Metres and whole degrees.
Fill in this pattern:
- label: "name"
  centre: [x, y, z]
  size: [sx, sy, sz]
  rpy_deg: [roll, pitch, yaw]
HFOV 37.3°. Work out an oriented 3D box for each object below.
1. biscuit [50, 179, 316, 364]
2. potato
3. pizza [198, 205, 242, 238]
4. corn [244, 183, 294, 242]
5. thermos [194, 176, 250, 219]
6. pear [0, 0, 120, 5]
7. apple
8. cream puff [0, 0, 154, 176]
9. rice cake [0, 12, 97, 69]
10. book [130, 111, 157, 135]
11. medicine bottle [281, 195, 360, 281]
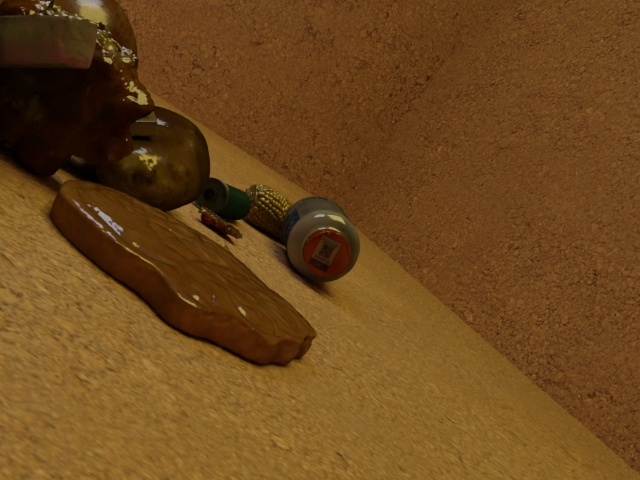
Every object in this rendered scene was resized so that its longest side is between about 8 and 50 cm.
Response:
- label: "biscuit"
  centre: [-0.175, 0.035, 1.282]
  size: [0.365, 0.062, 0.385]
  rpy_deg: [39, 7, 23]
- label: "potato"
  centre: [-0.286, -0.137, 1.591]
  size: [0.195, 0.176, 0.369]
  rpy_deg: [57, 4, -17]
- label: "pizza"
  centre: [-0.201, -0.032, 1.854]
  size: [0.100, 0.029, 0.099]
  rpy_deg: [37, -2, -11]
- label: "corn"
  centre: [-0.072, -0.035, 2.268]
  size: [0.293, 0.106, 0.106]
  rpy_deg: [35, 5, -34]
- label: "thermos"
  centre: [-0.204, -0.081, 2.025]
  size: [0.073, 0.083, 0.188]
  rpy_deg: [60, 11, 14]
- label: "pear"
  centre: [-0.546, -0.452, 1.899]
  size: [0.309, 0.309, 0.309]
  rpy_deg: [35, 6, -4]
- label: "apple"
  centre: [-0.454, -0.326, 1.677]
  size: [0.264, 0.264, 0.264]
  rpy_deg: [35, 6, -4]
- label: "cream puff"
  centre: [-0.368, -0.220, 1.323]
  size: [0.155, 0.241, 0.268]
  rpy_deg: [-26, 95, -82]
- label: "rice cake"
  centre: [-0.449, -0.255, 1.233]
  size: [0.365, 0.072, 0.056]
  rpy_deg: [3, 0, 21]
- label: "book"
  centre: [-0.383, -0.201, 1.503]
  size: [0.231, 0.026, 0.161]
  rpy_deg: [-1, 24, -16]
- label: "medicine bottle"
  centre: [0.000, 0.000, 2.064]
  size: [0.157, 0.157, 0.288]
  rpy_deg: [34, 6, -11]
